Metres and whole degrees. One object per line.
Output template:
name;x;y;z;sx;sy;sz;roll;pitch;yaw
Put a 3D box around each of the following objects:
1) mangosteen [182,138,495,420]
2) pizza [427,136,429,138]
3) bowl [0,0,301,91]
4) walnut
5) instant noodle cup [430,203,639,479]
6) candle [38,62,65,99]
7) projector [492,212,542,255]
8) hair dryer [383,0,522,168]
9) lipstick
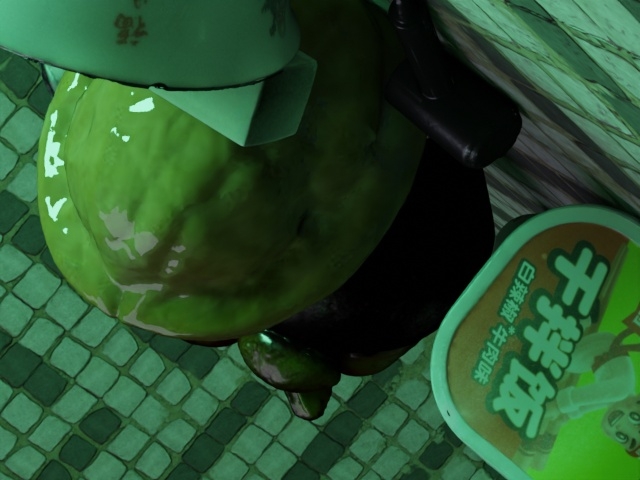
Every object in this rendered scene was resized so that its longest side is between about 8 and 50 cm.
mangosteen;0.000;0.000;2.150;0.382;0.435;0.382;21;-148;-14
pizza;0.070;-0.133;1.894;0.195;0.185;0.052;-9;144;45
bowl;-0.160;-0.266;1.421;0.345;0.157;0.345;15;-152;-8
walnut;-0.083;-0.099;1.745;0.383;0.383;0.383;40;-179;-1
instant noodle cup;0.273;0.111;1.773;0.294;0.294;0.308;40;-172;9
candle;-0.145;-0.229;1.980;0.187;0.330;0.187;-11;-90;-72
projector;0.304;0.049;2.121;0.108;0.108;0.337;40;-179;-17
hair dryer;0.104;-0.150;1.527;0.114;0.070;0.248;42;173;22
lipstick;-0.170;-0.201;1.547;0.371;0.076;0.079;33;-151;27
